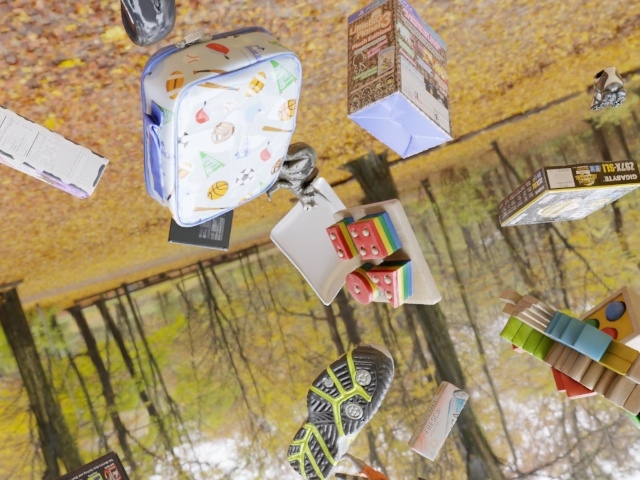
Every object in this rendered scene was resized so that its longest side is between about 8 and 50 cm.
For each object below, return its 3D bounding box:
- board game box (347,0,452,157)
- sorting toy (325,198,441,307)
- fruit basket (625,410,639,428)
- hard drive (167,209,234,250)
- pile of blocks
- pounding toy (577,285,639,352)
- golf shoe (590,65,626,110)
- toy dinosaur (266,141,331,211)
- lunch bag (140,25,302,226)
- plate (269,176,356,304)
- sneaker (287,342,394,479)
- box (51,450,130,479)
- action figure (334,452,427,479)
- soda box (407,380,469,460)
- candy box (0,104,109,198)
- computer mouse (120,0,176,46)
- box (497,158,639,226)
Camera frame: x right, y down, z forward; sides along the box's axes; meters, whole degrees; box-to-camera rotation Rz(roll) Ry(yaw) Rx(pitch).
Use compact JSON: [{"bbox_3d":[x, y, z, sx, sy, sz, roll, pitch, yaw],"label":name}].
[{"bbox_3d":[0.185,-0.384,1.443,0.141,0.291,0.232,-18,149,37],"label":"board game box"},{"bbox_3d":[0.129,0.048,1.464,0.089,0.256,0.257,-30,-169,-28],"label":"sorting toy"},{"bbox_3d":[1.011,0.463,1.642,0.283,0.392,0.392,-33,-179,-5],"label":"fruit basket"},{"bbox_3d":[-0.268,-0.032,1.376,0.135,0.094,0.022,9,180,-11],"label":"hard drive"},{"bbox_3d":[0.387,0.180,1.005,0.113,0.149,0.362,-59,-162,0],"label":"pile of blocks"},{"bbox_3d":[0.537,0.162,1.032,0.206,0.094,0.181,-48,-167,34],"label":"pounding toy"},{"bbox_3d":[0.744,-0.393,1.589,0.077,0.094,0.198,-9,178,11],"label":"golf shoe"},{"bbox_3d":[-0.068,-0.183,1.467,0.160,0.121,0.313,-19,153,-9],"label":"toy dinosaur"},{"bbox_3d":[-0.158,-0.171,0.927,0.243,0.115,0.303,-28,149,-31],"label":"lunch bag"},{"bbox_3d":[0.000,0.000,1.789,0.045,0.278,0.277,-14,-150,50],"label":"plate"},{"bbox_3d":[0.043,0.351,1.333,0.385,0.145,0.147,-61,170,30],"label":"sneaker"},{"bbox_3d":[-0.414,0.554,0.992,0.097,0.318,0.395,-32,168,14],"label":"box"},{"bbox_3d":[0.182,0.716,1.583,0.330,0.179,0.341,12,-141,6],"label":"action figure"},{"bbox_3d":[0.287,0.438,1.499,0.183,0.063,0.058,-58,179,-9],"label":"soda box"},{"bbox_3d":[-0.463,-0.143,1.007,0.196,0.070,0.165,27,170,-24],"label":"candy box"},{"bbox_3d":[-0.314,-0.405,0.993,0.184,0.060,0.262,-33,152,-28],"label":"computer mouse"},{"bbox_3d":[0.667,-0.124,1.683,0.257,0.079,0.322,-7,167,-7],"label":"box"}]
